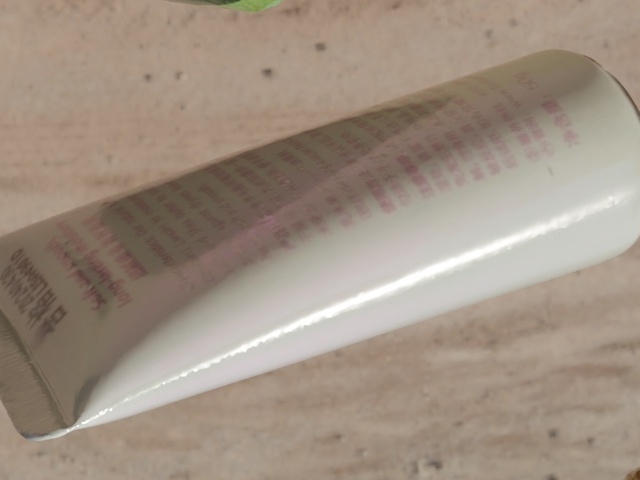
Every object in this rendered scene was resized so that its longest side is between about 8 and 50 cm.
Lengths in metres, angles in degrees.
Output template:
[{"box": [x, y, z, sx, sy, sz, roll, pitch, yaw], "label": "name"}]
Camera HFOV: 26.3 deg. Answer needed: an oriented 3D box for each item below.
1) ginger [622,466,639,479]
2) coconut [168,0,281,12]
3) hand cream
[{"box": [0.163, 0.096, 0.480, 0.095, 0.069, 0.190, -3, -169, 45], "label": "ginger"}, {"box": [-0.098, -0.284, 0.825, 0.328, 0.281, 0.328, 1, 116, 3], "label": "coconut"}, {"box": [0.000, 0.000, 0.686, 0.358, 0.185, 0.118, -18, 122, -21], "label": "hand cream"}]
